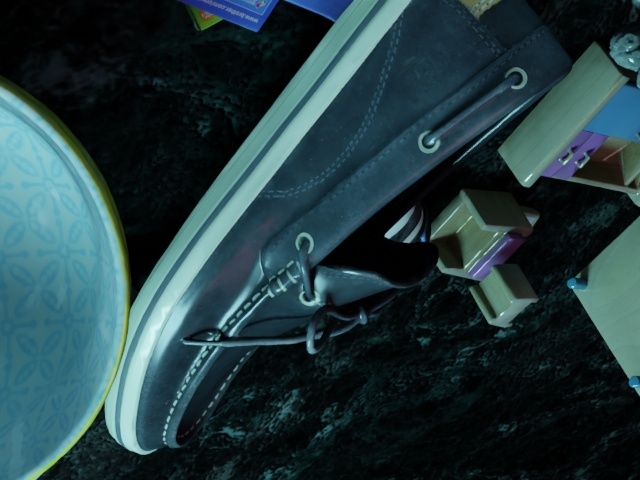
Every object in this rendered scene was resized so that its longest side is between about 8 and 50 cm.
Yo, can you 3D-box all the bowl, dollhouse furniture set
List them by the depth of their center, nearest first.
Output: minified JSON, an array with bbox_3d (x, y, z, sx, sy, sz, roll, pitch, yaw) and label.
[{"bbox_3d":[-0.255,0.012,0.933,0.289,0.289,0.156,-35,-169,8],"label":"bowl"},{"bbox_3d":[0.302,0.024,1.295,0.198,0.303,0.286,8,133,-44],"label":"dollhouse furniture set"}]

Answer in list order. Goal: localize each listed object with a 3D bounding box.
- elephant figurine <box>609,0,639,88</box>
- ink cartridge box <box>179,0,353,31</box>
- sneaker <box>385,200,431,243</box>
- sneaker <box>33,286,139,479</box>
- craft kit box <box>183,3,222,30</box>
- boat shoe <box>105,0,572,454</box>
[{"bbox_3d":[0.299,-0.230,1.092,0.186,0.169,0.239,-45,142,-33],"label":"elephant figurine"},{"bbox_3d":[0.005,-0.237,0.816,0.185,0.065,0.311,13,130,-48],"label":"ink cartridge box"},{"bbox_3d":[0.009,0.037,1.287,0.217,0.079,0.121,-34,148,6],"label":"sneaker"},{"bbox_3d":[-0.244,0.133,1.224,0.297,0.111,0.129,-44,167,22],"label":"sneaker"},{"bbox_3d":[-0.009,-0.269,0.864,0.250,0.061,0.247,-29,146,-2],"label":"craft kit box"},{"bbox_3d":[0.000,0.000,1.093,0.500,0.156,0.187,-52,172,23],"label":"boat shoe"}]
